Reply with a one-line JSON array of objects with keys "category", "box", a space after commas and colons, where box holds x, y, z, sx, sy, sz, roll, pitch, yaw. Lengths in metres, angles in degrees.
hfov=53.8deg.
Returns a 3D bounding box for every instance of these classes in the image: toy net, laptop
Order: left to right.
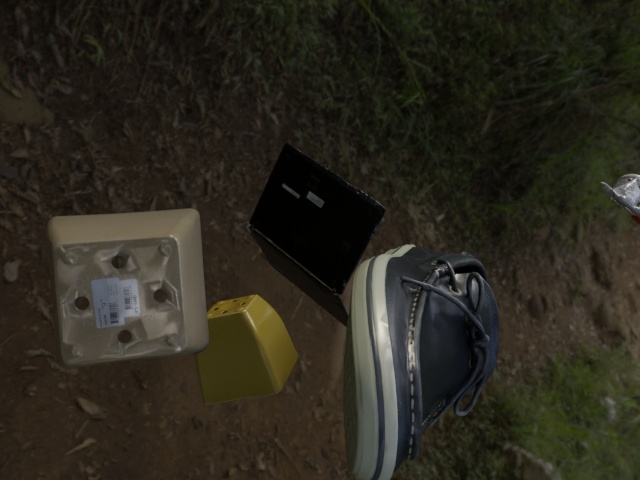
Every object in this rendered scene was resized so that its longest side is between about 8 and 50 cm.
[{"category": "laptop", "box": [0.000, 0.000, 1.129, 0.234, 0.264, 0.136, 36, 20, 28]}, {"category": "toy net", "box": [0.405, -0.031, 0.750, 0.232, 0.045, 0.122, 28, 18, -28]}]

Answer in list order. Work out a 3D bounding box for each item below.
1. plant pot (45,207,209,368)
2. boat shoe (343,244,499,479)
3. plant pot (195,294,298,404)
[{"category": "plant pot", "box": [-0.130, 0.034, 0.425, 0.096, 0.109, 0.109, -173, -100, -76]}, {"category": "boat shoe", "box": [0.125, 0.103, 0.721, 0.500, 0.156, 0.187, -31, 124, -72]}, {"category": "plant pot", "box": [-0.079, 0.102, 0.629, 0.081, 0.081, 0.083, -54, 129, -71]}]
